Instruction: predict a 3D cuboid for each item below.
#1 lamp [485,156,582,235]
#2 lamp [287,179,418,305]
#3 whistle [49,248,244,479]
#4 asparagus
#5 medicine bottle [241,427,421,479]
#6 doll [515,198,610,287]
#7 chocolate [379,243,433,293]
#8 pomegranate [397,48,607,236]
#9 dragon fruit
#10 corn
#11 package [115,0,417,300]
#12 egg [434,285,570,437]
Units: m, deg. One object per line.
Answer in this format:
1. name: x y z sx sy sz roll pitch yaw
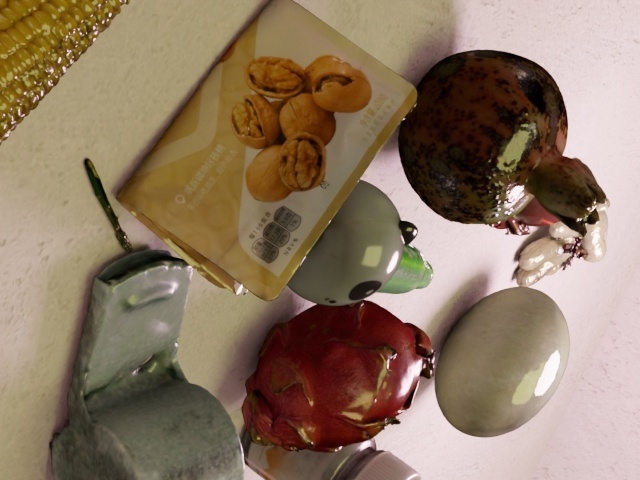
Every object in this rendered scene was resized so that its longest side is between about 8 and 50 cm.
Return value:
1. lamp: 0.427 -0.090 2.100 0.223 0.151 0.215 -57 149 0
2. lamp: 0.000 0.000 1.449 0.243 0.197 0.198 3 116 -40
3. whistle: -0.229 0.215 1.326 0.168 0.188 0.405 -16 99 -47
4. asparagus: -0.237 -0.035 1.188 0.016 0.013 0.166 -36 146 -18
5. medicine bottle: 0.015 0.369 1.731 0.165 0.273 0.165 -39 145 -33
6. doll: 0.573 0.018 2.484 0.278 0.149 0.175 -34 178 -19
7. chocolate: 0.120 0.044 1.781 0.110 0.110 0.291 -62 155 6
8. pomegranate: 0.288 -0.133 1.613 0.285 0.340 0.285 -37 147 -29
9. dragon fruit: 0.029 0.201 1.627 0.314 0.250 0.250 -10 139 -5
10. corn: -0.285 -0.143 0.900 0.318 0.115 0.115 -51 152 -15
11. package: -0.061 -0.096 1.269 0.311 0.221 0.165 -56 178 -12
12. egg: 0.390 0.259 2.271 0.352 0.258 0.258 -51 152 -9
